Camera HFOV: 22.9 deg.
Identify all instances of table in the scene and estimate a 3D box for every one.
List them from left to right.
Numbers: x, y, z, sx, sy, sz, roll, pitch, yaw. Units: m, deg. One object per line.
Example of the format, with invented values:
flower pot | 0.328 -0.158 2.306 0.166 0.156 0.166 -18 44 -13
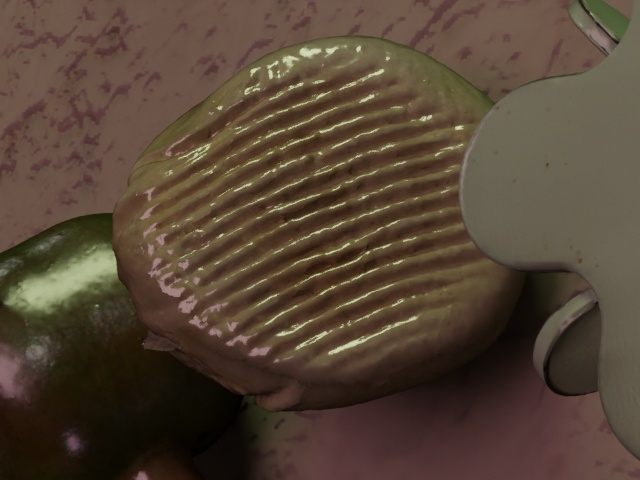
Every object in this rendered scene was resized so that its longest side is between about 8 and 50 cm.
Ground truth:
table | 0.167 -0.001 0.482 0.166 0.198 0.166 -14 69 40

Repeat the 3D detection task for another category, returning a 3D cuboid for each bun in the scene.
bun | 0.000 0.000 0.681 0.173 0.113 0.166 5 69 0

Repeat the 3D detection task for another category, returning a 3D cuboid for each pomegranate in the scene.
pomegranate | -0.092 0.083 0.743 0.191 0.152 0.131 54 153 13
